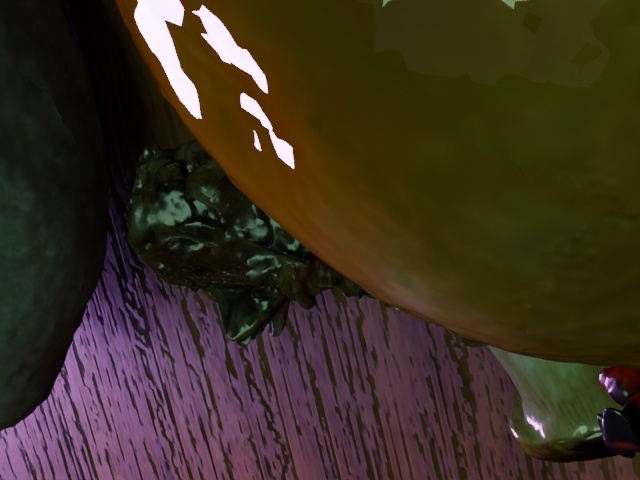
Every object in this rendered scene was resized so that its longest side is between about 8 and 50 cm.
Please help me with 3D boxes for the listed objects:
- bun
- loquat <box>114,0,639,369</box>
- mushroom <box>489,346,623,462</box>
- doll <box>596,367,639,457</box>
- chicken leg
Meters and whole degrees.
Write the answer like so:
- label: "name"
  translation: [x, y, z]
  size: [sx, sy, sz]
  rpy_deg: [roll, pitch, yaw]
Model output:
- label: "bun"
  translation: [-0.272, -0.033, 1.062]
  size: [0.362, 0.211, 0.362]
  rpy_deg: [26, 130, 35]
- label: "loquat"
  translation: [0.088, -0.124, 0.572]
  size: [0.328, 0.328, 0.328]
  rpy_deg: [24, 129, 34]
- label: "mushroom"
  translation: [0.060, -0.050, 0.811]
  size: [0.100, 0.081, 0.312]
  rpy_deg: [-30, 92, 9]
- label: "doll"
  translation: [0.159, 0.017, 0.697]
  size: [0.109, 0.169, 0.057]
  rpy_deg: [0, 134, 45]
- label: "chicken leg"
  translation: [-0.003, -0.007, 0.922]
  size: [0.196, 0.080, 0.125]
  rpy_deg: [-4, 121, 38]
